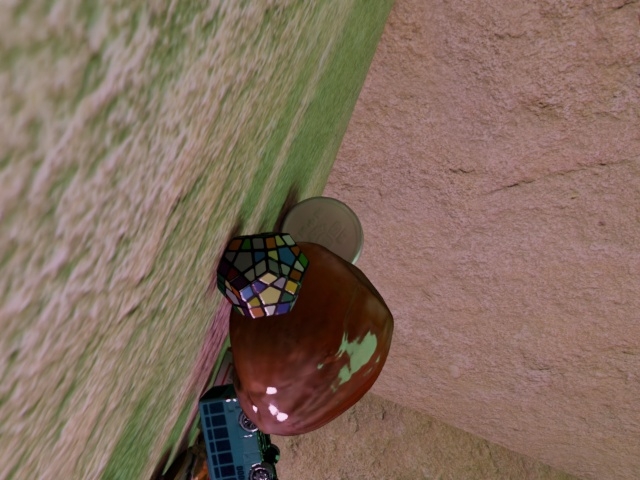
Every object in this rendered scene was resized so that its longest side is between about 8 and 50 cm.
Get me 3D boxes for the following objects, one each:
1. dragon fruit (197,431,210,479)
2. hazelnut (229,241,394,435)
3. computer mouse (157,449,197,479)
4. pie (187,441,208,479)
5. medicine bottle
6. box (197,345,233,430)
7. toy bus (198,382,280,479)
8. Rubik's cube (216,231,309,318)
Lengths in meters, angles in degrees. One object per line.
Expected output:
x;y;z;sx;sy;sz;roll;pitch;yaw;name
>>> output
-0.238;0.577;1.469;0.274;0.193;0.192;-45;-145;-20;dragon fruit
-0.031;0.188;1.038;0.372;0.316;0.372;9;90;-68;hazelnut
-0.291;0.526;0.957;0.158;0.072;0.310;178;-71;-83;computer mouse
-0.323;0.603;1.188;0.339;0.083;0.339;20;90;-88;pie
0.000;0.000;1.398;0.378;0.214;0.213;87;25;-88;medicine bottle
-0.202;0.372;1.309;0.050;0.123;0.229;-47;160;-75;box
-0.171;0.439;1.165;0.128;0.147;0.255;-21;102;-84;toy bus
-0.080;0.046;0.759;0.112;0.133;0.133;-34;-158;39;Rubik's cube
